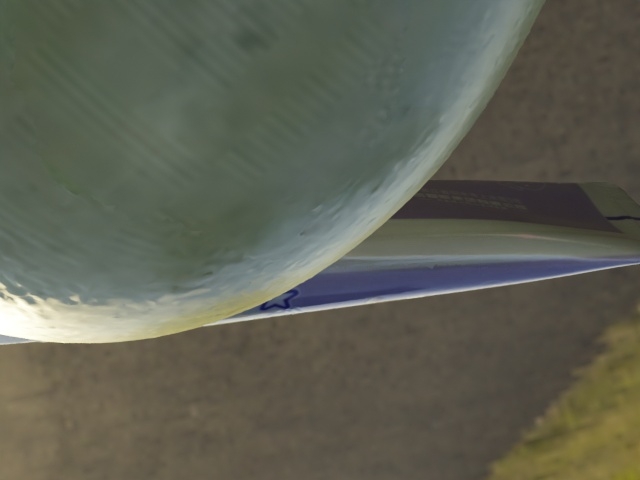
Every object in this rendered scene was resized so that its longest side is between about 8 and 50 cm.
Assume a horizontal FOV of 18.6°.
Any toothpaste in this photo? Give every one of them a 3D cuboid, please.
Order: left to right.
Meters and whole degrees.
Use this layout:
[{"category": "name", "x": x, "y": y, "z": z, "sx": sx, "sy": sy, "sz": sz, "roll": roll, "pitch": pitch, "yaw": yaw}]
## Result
[{"category": "toothpaste", "x": 0.000, "y": 0.000, "z": 1.022, "sx": 0.371, "sy": 0.080, "sz": 0.125, "roll": -6, "pitch": -160, "yaw": -10}]

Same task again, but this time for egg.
[{"category": "egg", "x": -0.037, "y": -0.105, "z": 0.525, "sx": 0.295, "sy": 0.218, "sz": 0.218, "roll": -48, "pitch": 152, "yaw": 18}]
